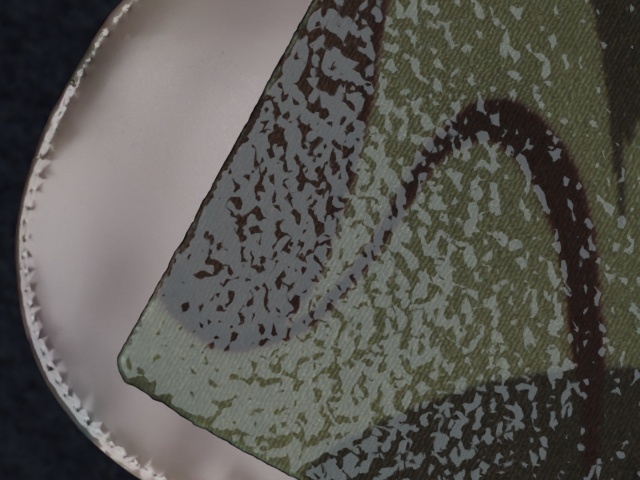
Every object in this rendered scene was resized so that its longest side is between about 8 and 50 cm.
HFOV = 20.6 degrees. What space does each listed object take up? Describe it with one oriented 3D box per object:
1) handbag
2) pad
[{"bbox_3d":[0.000,0.000,0.606,0.179,0.116,0.205,23,93,8],"label":"handbag"},{"bbox_3d":[0.109,-0.051,0.540,0.220,0.004,0.330,28,89,-4],"label":"pad"}]
